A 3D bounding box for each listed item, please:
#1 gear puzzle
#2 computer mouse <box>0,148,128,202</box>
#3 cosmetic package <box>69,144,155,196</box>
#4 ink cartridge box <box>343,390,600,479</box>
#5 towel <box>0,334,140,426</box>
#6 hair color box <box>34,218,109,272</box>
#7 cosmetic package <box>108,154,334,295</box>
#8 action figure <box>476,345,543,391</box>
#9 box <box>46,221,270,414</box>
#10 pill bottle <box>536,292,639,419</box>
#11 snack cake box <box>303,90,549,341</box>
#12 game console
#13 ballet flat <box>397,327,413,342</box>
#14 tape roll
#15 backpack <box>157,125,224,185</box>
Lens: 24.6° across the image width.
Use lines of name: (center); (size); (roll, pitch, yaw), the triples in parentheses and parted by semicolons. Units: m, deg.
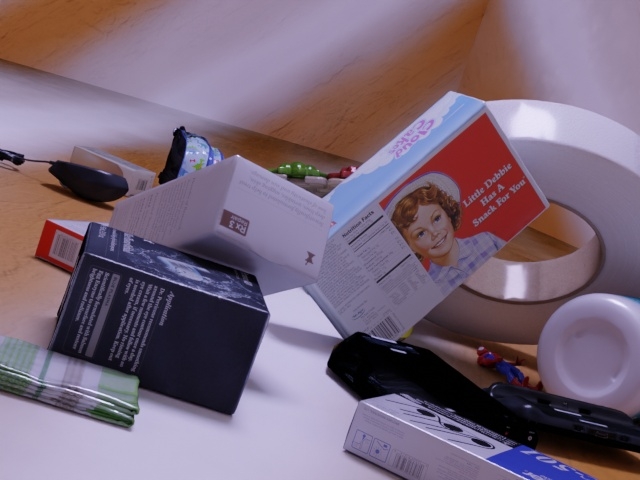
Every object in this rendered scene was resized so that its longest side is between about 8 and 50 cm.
gear puzzle: (0.002, -0.073, 1.910); (0.339, 0.044, 0.175); (4, -12, 1)
computer mouse: (-0.371, -0.091, 1.967); (0.242, 0.041, 0.071); (14, -3, 15)
cosmetic package: (-0.306, -0.101, 2.148); (0.115, 0.041, 0.060); (23, 9, 27)
ink cartridge box: (0.131, 0.184, 1.175); (0.207, 0.046, 0.097); (23, 10, 25)
towel: (-0.205, 0.091, 1.076); (0.152, 0.023, 0.113); (18, 8, -10)
hair color box: (-0.226, 0.010, 1.537); (0.072, 0.043, 0.141); (23, 9, 26)
cosmetic package: (-0.102, 0.000, 1.366); (0.117, 0.085, 0.231); (27, -26, -30)
action figure: (0.219, 0.150, 1.735); (0.038, 0.030, 0.115); (9, 10, -31)
box: (-0.134, 0.061, 1.218); (0.158, 0.093, 0.156); (19, 7, -10)
pill bottle: (0.371, 0.140, 1.731); (0.146, 0.146, 0.264); (24, 8, 32)
snack cake box: (0.098, -0.018, 1.580); (0.152, 0.264, 0.089); (54, -9, -25)
game console: (0.192, 0.172, 1.446); (0.361, 0.044, 0.213); (15, 10, -27)
ballet flat: (0.054, 0.057, 1.785); (0.077, 0.077, 0.231); (15, 8, -27)
tape roll: (0.243, -0.013, 1.791); (0.392, 0.392, 0.072); (18, 50, -10)
backpack: (-0.194, -0.107, 2.239); (0.084, 0.105, 0.114); (16, 13, -15)
